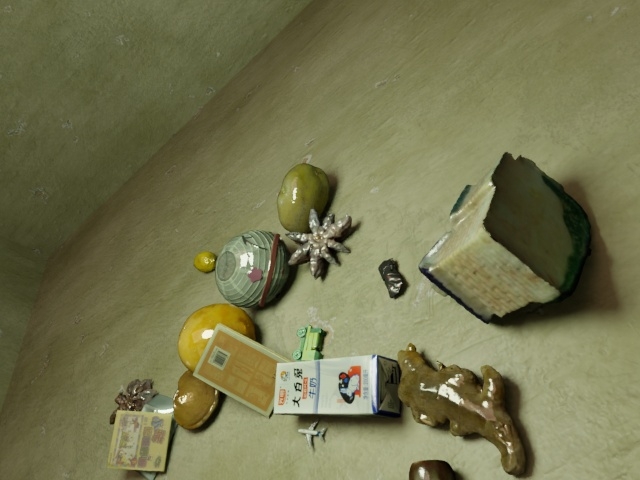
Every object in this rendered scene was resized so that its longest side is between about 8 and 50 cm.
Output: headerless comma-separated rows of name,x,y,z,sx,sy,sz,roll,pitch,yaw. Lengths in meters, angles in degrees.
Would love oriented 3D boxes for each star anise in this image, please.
star anise,0.000,0.000,1.423,0.236,0.093,0.229,-26,63,12
star anise,-0.683,0.587,1.676,0.197,0.073,0.212,6,63,44

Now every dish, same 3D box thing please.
dish,-0.566,0.629,1.523,0.182,0.080,0.243,-2,60,44

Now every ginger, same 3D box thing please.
ginger,0.267,0.312,0.941,0.333,0.080,0.166,15,84,52

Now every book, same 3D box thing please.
book,-0.210,0.353,1.274,0.170,0.242,0.018,-63,-5,6
book,-0.564,0.624,1.455,0.193,0.013,0.167,-1,69,9

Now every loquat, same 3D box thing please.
loquat,-0.312,0.303,1.407,0.235,0.235,0.235,-26,45,29

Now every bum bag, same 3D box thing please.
bum bag,0.185,0.096,1.227,0.058,0.034,0.124,-51,36,24

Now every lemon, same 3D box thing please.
lemon,-0.448,0.084,1.829,0.111,0.082,0.082,-12,53,33

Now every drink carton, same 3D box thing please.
drink carton,0.033,0.353,1.113,0.315,0.107,0.130,-17,59,37

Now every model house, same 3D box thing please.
model house,0.363,0.013,0.989,0.298,0.243,0.284,-50,3,-40

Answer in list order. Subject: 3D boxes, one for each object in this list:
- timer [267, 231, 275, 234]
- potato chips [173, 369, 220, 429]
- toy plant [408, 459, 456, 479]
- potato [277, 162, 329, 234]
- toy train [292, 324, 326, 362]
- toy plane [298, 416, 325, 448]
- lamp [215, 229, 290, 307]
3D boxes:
timer,-0.205,0.041,1.648,0.128,0.047,0.140,-28,44,30
potato chips,-0.377,0.491,1.456,0.208,0.062,0.195,-36,46,17
toy plant,0.212,0.492,0.846,0.093,0.093,0.162,-26,48,29
potato,-0.060,-0.128,1.540,0.159,0.174,0.251,24,95,60
toy train,-0.031,0.289,1.281,0.081,0.050,0.122,-10,54,34
toy plane,-0.023,0.473,1.148,0.084,0.024,0.077,-20,38,43
lamp,-0.209,0.087,1.477,0.233,0.233,0.265,28,105,51
